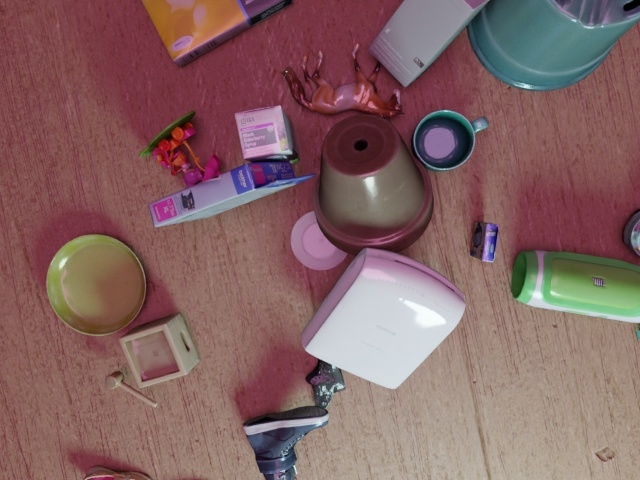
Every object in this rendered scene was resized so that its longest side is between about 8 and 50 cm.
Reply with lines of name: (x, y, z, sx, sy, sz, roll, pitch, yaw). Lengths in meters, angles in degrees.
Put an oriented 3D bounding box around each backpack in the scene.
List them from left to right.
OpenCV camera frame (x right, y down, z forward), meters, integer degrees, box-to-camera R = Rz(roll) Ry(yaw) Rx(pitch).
backpack: (0.761, -0.004, 1.250, 0.182, 0.115, 0.151, 21, 97, 5)

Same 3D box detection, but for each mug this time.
mug: (0.278, -0.215, 1.273, 0.158, 0.097, 0.129, 9, 94, 2)

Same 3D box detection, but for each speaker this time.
speaker: (0.581, 0.099, 1.263, 0.297, 0.131, 0.131, 9, 94, 3)

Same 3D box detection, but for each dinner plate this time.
dinner plate: (0.000, 0.000, 1.347, 0.141, 0.017, 0.141, 0, 95, 2)

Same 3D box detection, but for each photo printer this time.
photo printer: (0.135, 0.162, 1.226, 0.256, 0.107, 0.307, 26, 126, -10)

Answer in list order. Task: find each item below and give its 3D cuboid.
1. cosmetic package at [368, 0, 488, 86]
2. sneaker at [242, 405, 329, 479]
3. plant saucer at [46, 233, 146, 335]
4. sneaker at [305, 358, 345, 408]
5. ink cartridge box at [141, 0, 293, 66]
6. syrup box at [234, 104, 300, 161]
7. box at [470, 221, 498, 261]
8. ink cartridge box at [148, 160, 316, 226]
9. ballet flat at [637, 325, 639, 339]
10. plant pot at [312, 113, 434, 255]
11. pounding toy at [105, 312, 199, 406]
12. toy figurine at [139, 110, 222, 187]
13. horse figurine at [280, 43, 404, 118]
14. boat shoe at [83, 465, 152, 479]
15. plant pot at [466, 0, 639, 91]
cosmetic package: (0.221, -0.449, 1.194, 0.127, 0.238, 0.107, 46, 55, 1)
sneaker: (-0.059, 0.475, 1.326, 0.226, 0.086, 0.163, -20, 85, 28)
plant saucer: (-0.527, 0.104, 1.376, 0.241, 0.037, 0.240, 0, 94, 4)
sneaker: (0.002, 0.309, 1.349, 0.089, 0.051, 0.170, -18, 97, 1)
ink cartridge box: (-0.264, -0.602, 1.297, 0.304, 0.072, 0.307, -28, 94, 5)
syrup box: (-0.107, -0.214, 1.228, 0.093, 0.237, 0.096, -11, 93, 3)
box: (0.358, 0.001, 1.263, 0.028, 0.136, 0.081, 6, 94, 3)
ink cartridge box: (-0.184, -0.106, 1.217, 0.311, 0.186, 0.065, -15, 92, 26)
ballet flat: (0.796, 0.287, 1.290, 0.086, 0.086, 0.248, -23, 91, 5)
plant pot: (0.095, -0.126, 1.176, 0.263, 0.229, 0.263, -5, 63, 10)
pounding toy: (-0.398, 0.290, 1.358, 0.206, 0.094, 0.181, -18, 98, 14)
toy figurine: (-0.304, -0.179, 1.316, 0.173, 0.130, 0.159, -32, 102, 27)
horse figurine: (0.047, -0.345, 1.296, 0.263, 0.066, 0.174, -6, 88, 2)
boat shoe: (-0.490, 0.593, 1.396, 0.170, 0.059, 0.063, 8, 94, 3)
plant pot: (0.486, -0.495, 1.124, 0.341, 0.334, 0.341, 0, 93, 3)
